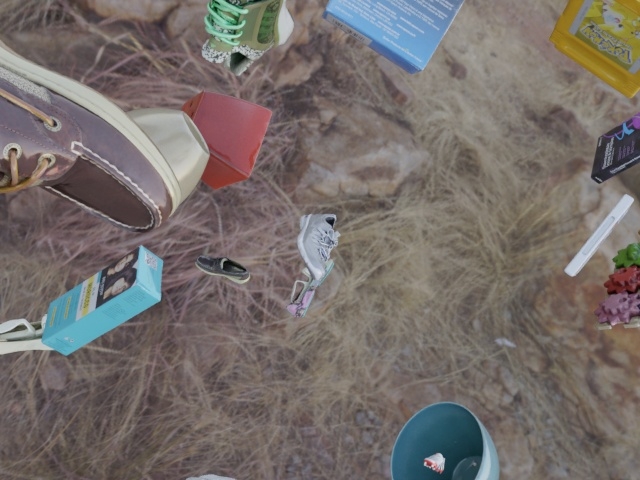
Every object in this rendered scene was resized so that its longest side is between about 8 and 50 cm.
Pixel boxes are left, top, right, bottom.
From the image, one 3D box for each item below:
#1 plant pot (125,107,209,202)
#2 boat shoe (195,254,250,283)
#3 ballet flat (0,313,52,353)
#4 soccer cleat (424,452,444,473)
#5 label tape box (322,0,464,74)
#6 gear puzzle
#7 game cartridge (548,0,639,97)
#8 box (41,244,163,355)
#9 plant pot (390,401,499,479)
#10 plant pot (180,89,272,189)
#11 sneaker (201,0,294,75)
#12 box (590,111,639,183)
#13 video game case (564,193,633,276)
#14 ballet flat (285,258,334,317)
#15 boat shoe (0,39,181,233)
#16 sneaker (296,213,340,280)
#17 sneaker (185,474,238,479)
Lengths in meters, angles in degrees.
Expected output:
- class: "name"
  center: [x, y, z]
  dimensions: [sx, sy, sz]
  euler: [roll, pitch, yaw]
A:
- class: "plant pot"
  center: [-0.402, -0.230, 1.527]
  dimensions: [0.284, 0.190, 0.284]
  euler: [60, 5, -8]
- class: "boat shoe"
  center: [-0.254, 0.065, 1.541]
  dimensions: [0.152, 0.049, 0.056]
  euler: [16, 49, 6]
- class: "ballet flat"
  center: [-0.661, 0.214, 1.373]
  dimensions: [0.248, 0.086, 0.086]
  euler: [-8, 68, -16]
- class: "soccer cleat"
  center: [0.231, 0.444, 1.187]
  dimensions: [0.083, 0.029, 0.036]
  euler: [47, 61, -48]
- class: "label tape box"
  center: [0.191, -0.557, 1.231]
  dimensions: [0.240, 0.334, 0.106]
  euler: [30, 7, -8]
- class: "gear puzzle"
  center: [0.633, 0.036, 1.114]
  dimensions: [0.044, 0.175, 0.339]
  euler: [56, 49, -17]
- class: "game cartridge"
  center: [0.748, -0.528, 1.503]
  dimensions: [0.285, 0.324, 0.053]
  euler: [40, 81, 13]
- class: "box"
  center: [-0.405, 0.114, 1.097]
  dimensions: [0.060, 0.244, 0.101]
  euler: [45, 23, -40]
- class: "plant pot"
  center: [0.361, 0.610, 1.580]
  dimensions: [0.195, 0.290, 0.290]
  euler: [41, 45, -29]
- class: "plant pot"
  center: [-0.363, -0.360, 2.020]
  dimensions: [0.235, 0.267, 0.267]
  euler: [27, 70, -32]
- class: "sneaker"
  center: [-0.155, -0.415, 1.102]
  dimensions: [0.158, 0.410, 0.182]
  euler: [33, 90, 7]
- class: "box"
  center: [0.594, -0.189, 1.125]
  dimensions: [0.029, 0.162, 0.116]
  euler: [30, 60, -9]
- class: "video game case"
  center: [0.444, -0.003, 0.943]
  dimensions: [0.019, 0.143, 0.157]
  euler: [39, 13, 21]
- class: "ballet flat"
  center: [-0.039, 0.139, 1.883]
  dimensions: [0.079, 0.077, 0.222]
  euler: [33, 79, -11]
- class: "boat shoe"
  center: [-0.266, -0.086, 0.478]
  dimensions: [0.342, 0.123, 0.123]
  euler: [43, 44, -39]
- class: "sneaker"
  center: [0.000, 0.000, 1.711]
  dimensions: [0.281, 0.115, 0.105]
  euler: [-93, 163, -52]
- class: "sneaker"
  center: [-0.129, 0.457, 1.020]
  dimensions: [0.095, 0.235, 0.090]
  euler: [28, 74, -57]
